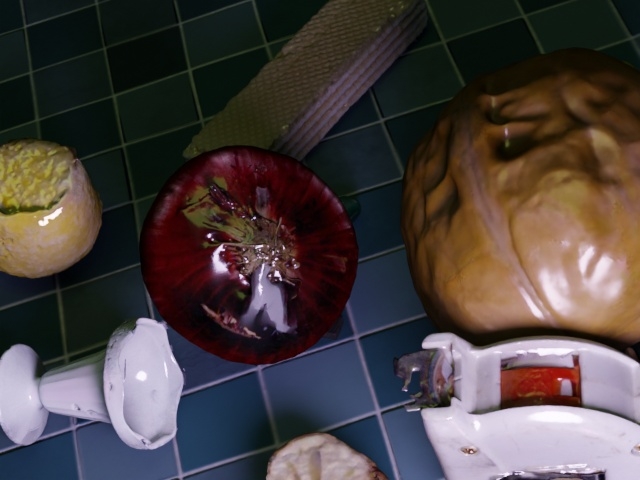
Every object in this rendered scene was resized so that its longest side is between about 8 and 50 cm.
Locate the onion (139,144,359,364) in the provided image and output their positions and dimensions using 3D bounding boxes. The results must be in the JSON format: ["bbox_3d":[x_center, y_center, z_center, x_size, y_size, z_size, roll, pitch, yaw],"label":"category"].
[{"bbox_3d":[-0.096,0.022,1.976,0.273,0.285,0.273,3,80,-16],"label":"onion"}]

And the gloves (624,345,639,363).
[{"bbox_3d":[0.395,0.174,1.764,0.110,0.094,0.144,-20,24,-13],"label":"gloves"}]

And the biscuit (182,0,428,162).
[{"bbox_3d":[-0.017,-0.227,2.293,0.144,0.078,0.426,23,58,35],"label":"biscuit"}]

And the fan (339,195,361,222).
[{"bbox_3d":[0.000,0.000,2.098,0.082,0.039,0.155,23,58,36],"label":"fan"}]

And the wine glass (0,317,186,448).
[{"bbox_3d":[-0.284,0.184,1.946,0.196,0.165,0.165,-10,45,20],"label":"wine glass"}]

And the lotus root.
[{"bbox_3d":[0.018,0.327,1.760,0.170,0.074,0.261,-16,45,0],"label":"lotus root"}]

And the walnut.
[{"bbox_3d":[0.257,-0.032,1.782,0.354,0.308,0.398,-29,41,17],"label":"walnut"}]

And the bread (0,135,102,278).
[{"bbox_3d":[-0.397,-0.049,2.188,0.197,0.170,0.197,-2,53,3],"label":"bread"}]

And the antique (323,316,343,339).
[{"bbox_3d":[-0.059,0.095,2.044,0.192,0.015,0.031,11,53,26],"label":"antique"}]

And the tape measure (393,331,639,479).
[{"bbox_3d":[0.228,0.204,1.670,0.265,0.258,0.130,-4,52,13],"label":"tape measure"}]

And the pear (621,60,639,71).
[{"bbox_3d":[0.399,-0.187,2.111,0.092,0.092,0.097,-17,62,2],"label":"pear"}]
